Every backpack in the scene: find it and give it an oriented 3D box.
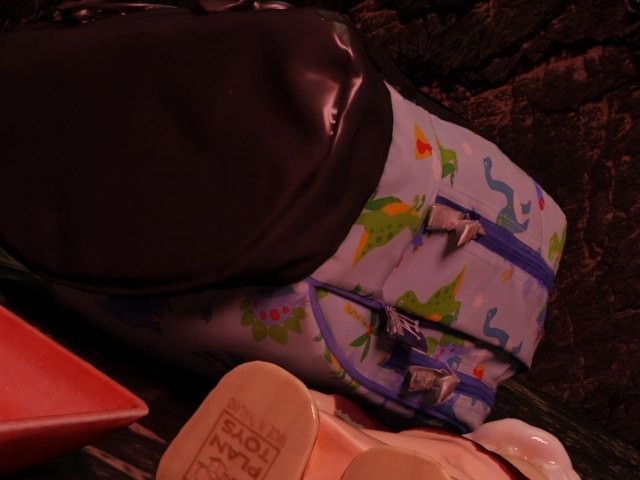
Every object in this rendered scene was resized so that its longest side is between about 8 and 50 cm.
[{"bbox_3d":[0.000,0.000,0.752,0.290,0.273,0.356,4,1,36],"label":"backpack"}]

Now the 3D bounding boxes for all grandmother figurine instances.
[{"bbox_3d":[0.053,0.126,0.566,0.208,0.104,0.342,37,4,28],"label":"grandmother figurine"}]

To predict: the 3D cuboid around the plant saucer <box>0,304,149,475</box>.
[{"bbox_3d":[-0.215,0.012,0.387,0.258,0.047,0.259,30,3,16],"label":"plant saucer"}]
